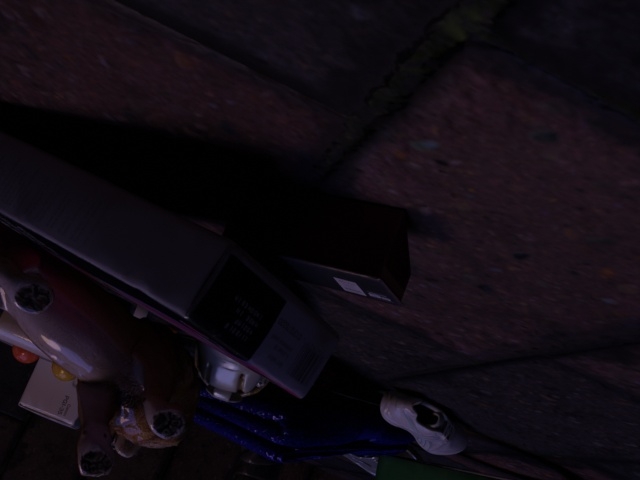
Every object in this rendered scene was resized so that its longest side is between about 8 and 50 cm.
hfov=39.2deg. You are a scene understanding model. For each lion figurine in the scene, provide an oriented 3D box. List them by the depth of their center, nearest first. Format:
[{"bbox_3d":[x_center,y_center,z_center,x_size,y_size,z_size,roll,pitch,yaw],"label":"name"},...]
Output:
[{"bbox_3d":[-0.244,0.078,0.850,0.392,0.142,0.240,56,-179,-24],"label":"lion figurine"}]

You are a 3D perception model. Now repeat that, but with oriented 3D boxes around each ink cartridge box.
[{"bbox_3d":[-0.170,-0.004,0.704,0.371,0.069,0.176,27,169,34],"label":"ink cartridge box"},{"bbox_3d":[-0.513,0.270,1.848,0.117,0.207,0.283,23,163,-7],"label":"ink cartridge box"}]

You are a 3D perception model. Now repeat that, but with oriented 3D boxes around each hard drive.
[{"bbox_3d":[-0.217,0.184,1.514,0.135,0.022,0.094,5,156,46],"label":"hard drive"}]

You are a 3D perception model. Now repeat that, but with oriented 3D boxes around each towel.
[{"bbox_3d":[0.098,0.217,1.228,0.060,0.009,0.083,33,161,-33],"label":"towel"},{"bbox_3d":[-0.030,0.250,1.245,0.228,0.076,0.308,8,174,40],"label":"towel"}]

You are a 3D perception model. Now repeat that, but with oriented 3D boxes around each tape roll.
[{"bbox_3d":[0.240,0.389,1.353,0.321,0.077,0.321,10,168,2],"label":"tape roll"}]

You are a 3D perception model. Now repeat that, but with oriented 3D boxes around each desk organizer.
[{"bbox_3d":[0.000,0.000,0.609,0.130,0.050,0.047,13,161,31],"label":"desk organizer"}]

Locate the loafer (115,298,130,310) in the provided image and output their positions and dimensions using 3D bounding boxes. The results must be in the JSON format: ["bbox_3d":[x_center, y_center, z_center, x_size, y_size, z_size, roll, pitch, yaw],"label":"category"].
[{"bbox_3d":[-0.365,0.135,1.457,0.080,0.078,0.220,26,163,-10],"label":"loafer"}]

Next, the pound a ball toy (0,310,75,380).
[{"bbox_3d":[-0.467,0.177,1.623,0.319,0.136,0.208,24,164,-4],"label":"pound a ball toy"}]

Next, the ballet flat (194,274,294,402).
[{"bbox_3d":[-0.089,0.117,0.979,0.123,0.123,0.348,23,163,0],"label":"ballet flat"}]

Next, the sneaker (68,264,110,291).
[{"bbox_3d":[-0.349,-0.009,0.962,0.286,0.109,0.130,15,154,13],"label":"sneaker"}]

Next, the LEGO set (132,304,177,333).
[{"bbox_3d":[-0.286,0.186,1.430,0.087,0.093,0.227,23,154,-11],"label":"LEGO set"}]

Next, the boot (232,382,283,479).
[{"bbox_3d":[-0.102,0.341,1.499,0.118,0.222,0.338,18,163,19],"label":"boot"}]

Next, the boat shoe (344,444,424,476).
[{"bbox_3d":[0.087,0.368,1.589,0.227,0.079,0.081,28,167,-5],"label":"boat shoe"}]

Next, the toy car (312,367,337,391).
[{"bbox_3d":[-0.032,0.171,1.200,0.122,0.040,0.060,26,163,-8],"label":"toy car"}]

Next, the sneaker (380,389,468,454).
[{"bbox_3d":[0.147,0.244,1.174,0.152,0.053,0.061,34,158,-31],"label":"sneaker"}]
